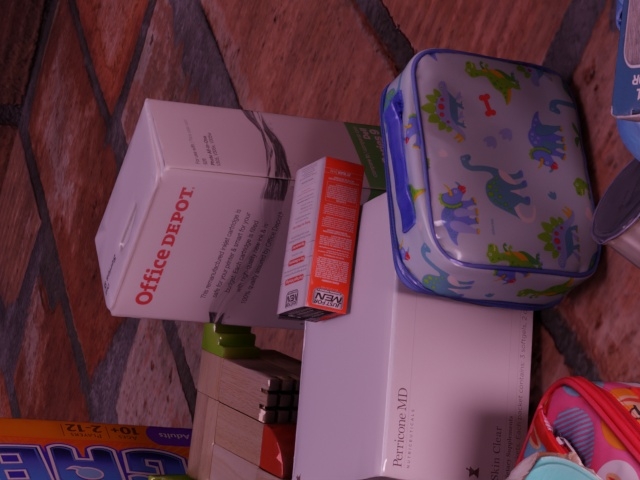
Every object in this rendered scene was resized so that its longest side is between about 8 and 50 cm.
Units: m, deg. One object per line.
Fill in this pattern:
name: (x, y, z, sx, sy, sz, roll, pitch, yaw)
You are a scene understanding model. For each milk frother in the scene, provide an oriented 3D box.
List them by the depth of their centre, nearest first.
milk frother: (0.257, -0.004, 1.280, 0.143, 0.135, 0.129, -31, 26, 58)

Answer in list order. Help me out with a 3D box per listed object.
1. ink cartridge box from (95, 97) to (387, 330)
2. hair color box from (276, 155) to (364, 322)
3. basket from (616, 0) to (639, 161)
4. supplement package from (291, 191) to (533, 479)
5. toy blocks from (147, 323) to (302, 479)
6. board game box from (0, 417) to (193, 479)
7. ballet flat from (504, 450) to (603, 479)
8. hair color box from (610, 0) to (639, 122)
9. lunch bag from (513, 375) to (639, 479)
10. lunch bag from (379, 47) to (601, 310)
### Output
ink cartridge box: (-0.068, -0.022, 1.899, 0.121, 0.289, 0.211, -109, 34, -44)
hair color box: (0.000, 0.000, 1.676, 0.072, 0.043, 0.141, 160, 121, -65)
basket: (0.311, -0.127, 1.104, 0.201, 0.255, 0.289, -47, 24, 53)
supplement package: (0.084, 0.106, 1.676, 0.204, 0.145, 0.262, 153, 123, -63)
toy blocks: (-0.040, 0.283, 1.950, 0.261, 0.191, 0.381, 17, 101, 55)
board game box: (-0.314, 0.467, 2.269, 0.356, 0.357, 0.356, -122, 43, -56)
ballet flat: (0.212, 0.333, 1.166, 0.409, 0.147, 0.147, 57, 146, 9)
hair color box: (0.338, -0.088, 0.891, 0.174, 0.347, 0.105, -175, 91, -67)
lunch bag: (0.244, 0.238, 1.338, 0.293, 0.120, 0.258, 55, 130, 54)
lunch bag: (0.139, -0.054, 1.568, 0.090, 0.176, 0.219, 133, 137, -54)
